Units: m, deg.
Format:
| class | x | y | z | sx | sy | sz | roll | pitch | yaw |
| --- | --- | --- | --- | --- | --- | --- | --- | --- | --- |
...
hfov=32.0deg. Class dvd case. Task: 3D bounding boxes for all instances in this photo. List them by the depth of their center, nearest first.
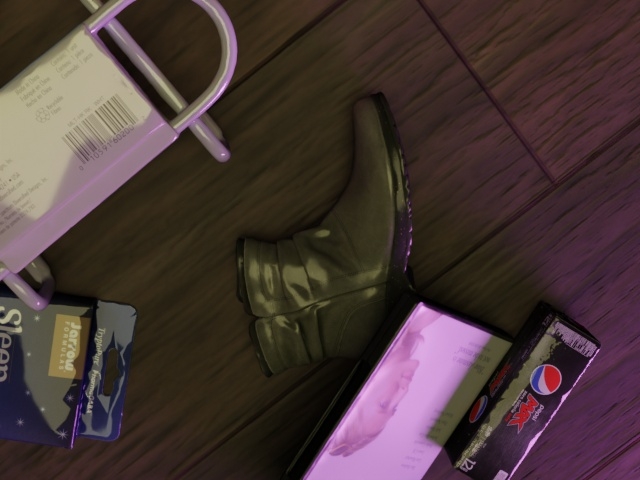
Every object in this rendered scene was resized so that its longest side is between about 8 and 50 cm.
| class | x | y | z | sx | sy | sz | roll | pitch | yaw |
| --- | --- | --- | --- | --- | --- | --- | --- | --- | --- |
| dvd case | 0.057 | 0.169 | 0.979 | 0.180 | 0.022 | 0.253 | 23 | 102 | -52 |

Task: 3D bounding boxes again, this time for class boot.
| class | x | y | z | sx | sy | sz | roll | pitch | yaw |
| --- | --- | --- | --- | --- | --- | --- | --- | --- | --- |
| boot | 0.000 | 0.000 | 0.972 | 0.161 | 0.083 | 0.246 | -5 | 101 | 2 |

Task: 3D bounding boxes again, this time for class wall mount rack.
| class | x | y | z | sx | sy | sz | roll | pitch | yaw |
| --- | --- | --- | --- | --- | --- | --- | --- | --- | --- |
| wall mount rack | -0.249 | -0.122 | 0.910 | 0.350 | 0.130 | 0.304 | -38 | 105 | 4 |

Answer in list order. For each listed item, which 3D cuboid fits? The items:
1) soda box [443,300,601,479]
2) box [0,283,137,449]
| class | x | y | z | sx | sy | sz | roll | pitch | yaw |
| --- | --- | --- | --- | --- | --- | --- | --- | --- | --- |
| soda box | 0.182 | 0.143 | 1.021 | 0.053 | 0.060 | 0.169 | 32 | 98 | -9 |
| box | -0.284 | 0.107 | 0.993 | 0.225 | 0.036 | 0.136 | 9 | 100 | -7 |
